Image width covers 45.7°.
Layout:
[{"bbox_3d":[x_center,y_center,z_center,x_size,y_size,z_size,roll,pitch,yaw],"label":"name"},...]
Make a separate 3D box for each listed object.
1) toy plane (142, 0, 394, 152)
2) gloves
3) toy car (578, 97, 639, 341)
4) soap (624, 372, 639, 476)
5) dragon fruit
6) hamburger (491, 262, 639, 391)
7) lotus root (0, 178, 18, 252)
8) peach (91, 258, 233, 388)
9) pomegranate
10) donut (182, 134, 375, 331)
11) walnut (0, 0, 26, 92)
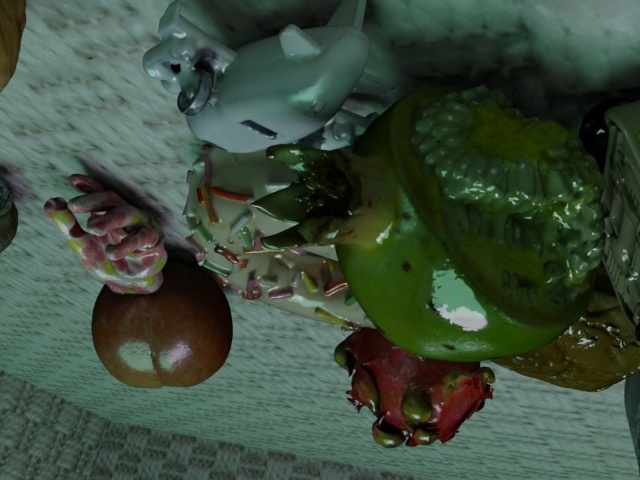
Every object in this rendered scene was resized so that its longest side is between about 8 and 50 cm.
[{"bbox_3d":[-0.044,-0.151,0.720,0.244,0.118,0.245,8,164,2],"label":"toy plane"},{"bbox_3d":[-0.322,-0.017,1.172,0.145,0.126,0.241,25,139,32],"label":"gloves"},{"bbox_3d":[0.357,-0.032,0.686,0.198,0.204,0.248,-15,150,8],"label":"toy car"},{"bbox_3d":[0.500,0.173,0.895,0.156,0.261,0.446,12,158,7],"label":"soap"},{"bbox_3d":[0.143,0.229,1.270,0.227,0.243,0.307,-17,162,-23],"label":"dragon fruit"},{"bbox_3d":[0.315,0.118,1.047,0.265,0.134,0.285,11,153,7],"label":"hamburger"},{"bbox_3d":[-0.618,-0.025,1.272,0.349,0.175,0.175,-5,148,40],"label":"lotus root"},{"bbox_3d":[-0.280,0.144,1.347,0.252,0.252,0.252,13,156,6],"label":"peach"},{"bbox_3d":[0.104,-0.019,0.697,0.340,0.261,0.260,9,160,-23],"label":"pomegranate"},{"bbox_3d":[0.000,0.000,0.977,0.382,0.142,0.383,13,154,6],"label":"donut"},{"bbox_3d":[-0.362,-0.208,0.682,0.195,0.195,0.222,21,154,-10],"label":"walnut"}]
